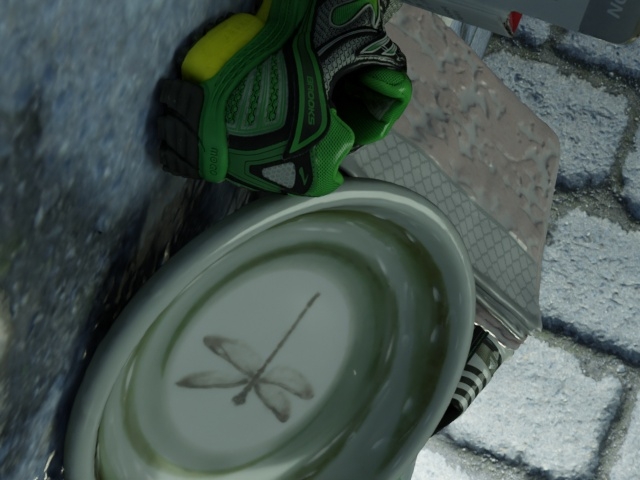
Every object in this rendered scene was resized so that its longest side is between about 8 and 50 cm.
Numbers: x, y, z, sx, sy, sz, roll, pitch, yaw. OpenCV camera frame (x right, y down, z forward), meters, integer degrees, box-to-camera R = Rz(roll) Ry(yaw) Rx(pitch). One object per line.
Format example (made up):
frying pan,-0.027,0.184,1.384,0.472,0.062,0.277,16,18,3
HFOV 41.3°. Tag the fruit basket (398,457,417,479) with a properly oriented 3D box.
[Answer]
fruit basket,0.045,0.362,1.287,0.327,0.165,0.353,16,96,-42

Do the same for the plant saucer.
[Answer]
plant saucer,-0.041,0.116,0.746,0.400,0.100,0.401,-20,128,-28

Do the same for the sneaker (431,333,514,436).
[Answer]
sneaker,0.115,0.236,1.581,0.257,0.447,0.169,-45,116,-32

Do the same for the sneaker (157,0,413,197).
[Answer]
sneaker,0.010,-0.138,0.682,0.134,0.146,0.344,101,13,-45

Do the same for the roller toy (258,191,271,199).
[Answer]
roller toy,0.000,0.000,0.915,0.191,0.146,0.210,-54,153,-70

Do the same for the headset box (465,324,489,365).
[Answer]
headset box,0.096,0.030,1.084,0.246,0.283,0.131,-62,172,29

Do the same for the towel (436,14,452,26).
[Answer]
towel,0.228,-0.430,1.576,0.237,0.037,0.329,-37,147,-70

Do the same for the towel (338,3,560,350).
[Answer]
towel,0.134,-0.096,0.894,0.053,0.331,0.317,-27,-145,42

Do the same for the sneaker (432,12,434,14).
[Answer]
sneaker,0.149,-0.381,1.227,0.175,0.064,0.068,106,-10,-56

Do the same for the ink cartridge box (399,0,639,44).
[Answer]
ink cartridge box,0.106,-0.293,0.504,0.130,0.271,0.310,-32,142,-74
